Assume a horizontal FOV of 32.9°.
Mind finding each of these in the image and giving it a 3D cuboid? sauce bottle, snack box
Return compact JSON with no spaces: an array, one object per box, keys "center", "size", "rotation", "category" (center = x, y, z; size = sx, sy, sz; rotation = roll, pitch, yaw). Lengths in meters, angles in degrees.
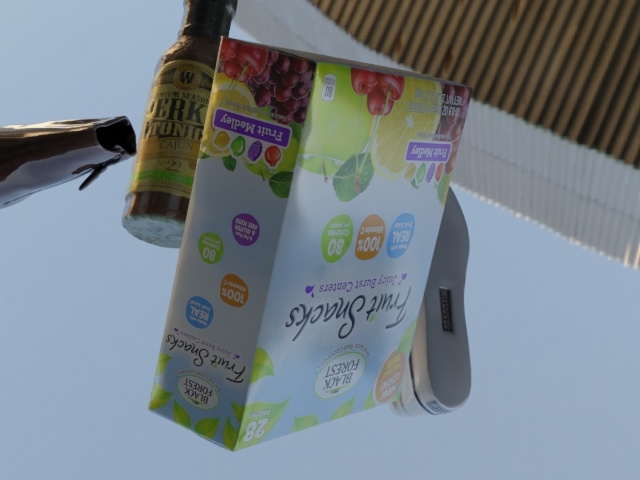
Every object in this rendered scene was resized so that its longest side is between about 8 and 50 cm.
[{"center":[-0.169,-0.166,1.374],"size":[0.111,0.111,0.344],"rotation":[3,-111,11],"category":"sauce bottle"},{"center":[0.000,0.000,0.620],"size":[0.070,0.174,0.207],"rotation":[21,-76,32],"category":"snack box"}]

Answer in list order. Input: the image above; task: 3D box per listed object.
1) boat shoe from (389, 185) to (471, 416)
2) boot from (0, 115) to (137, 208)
[{"center":[0.096,0.054,1.116],"size":[0.084,0.095,0.258],"rotation":[-22,-125,42],"category":"boat shoe"},{"center":[-0.269,-0.061,0.832],"size":[0.207,0.248,0.090],"rotation":[-14,-85,10],"category":"boot"}]
